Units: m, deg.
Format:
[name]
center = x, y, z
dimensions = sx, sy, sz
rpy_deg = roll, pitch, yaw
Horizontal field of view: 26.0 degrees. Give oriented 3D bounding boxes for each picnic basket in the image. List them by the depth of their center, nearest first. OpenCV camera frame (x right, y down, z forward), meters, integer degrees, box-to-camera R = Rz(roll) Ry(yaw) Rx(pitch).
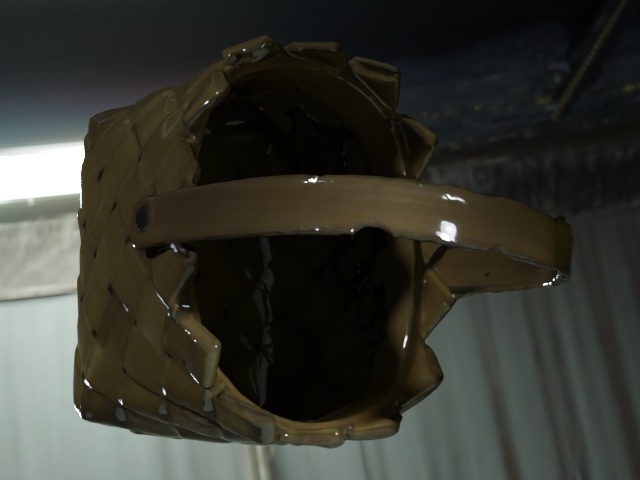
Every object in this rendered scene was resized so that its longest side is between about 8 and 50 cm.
[picnic basket]
center = 0.000, 0.000, 0.463
dimensions = 0.128, 0.137, 0.178
rpy_deg = 7, -11, -36
